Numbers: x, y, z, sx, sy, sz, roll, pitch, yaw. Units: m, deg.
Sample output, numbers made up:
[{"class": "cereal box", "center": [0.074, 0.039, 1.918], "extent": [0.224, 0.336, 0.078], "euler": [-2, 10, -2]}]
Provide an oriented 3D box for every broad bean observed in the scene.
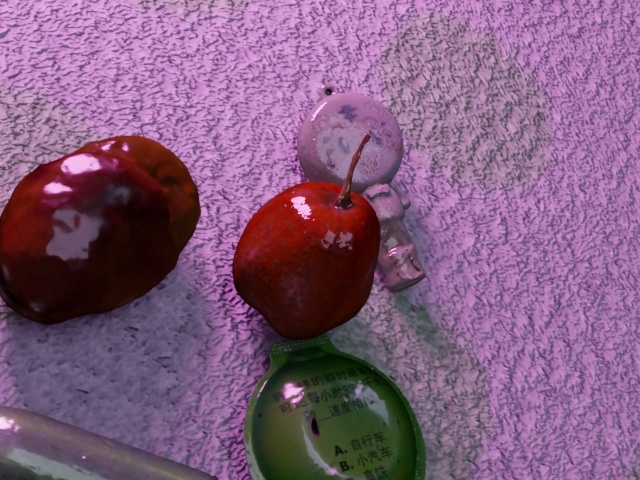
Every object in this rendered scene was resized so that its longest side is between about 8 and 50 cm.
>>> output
[{"class": "broad bean", "center": [-0.212, -0.014, 0.938], "extent": [0.228, 0.122, 0.156], "euler": [-35, 83, -30]}]

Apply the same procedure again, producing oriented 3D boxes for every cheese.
[{"class": "cheese", "center": [0.031, 0.242, 0.955], "extent": [0.204, 0.083, 0.320], "euler": [-9, 69, -31]}]

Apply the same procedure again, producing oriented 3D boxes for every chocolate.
[{"class": "chocolate", "center": [-0.239, 0.202, 0.839], "extent": [0.291, 0.110, 0.110], "euler": [25, 58, -10]}]

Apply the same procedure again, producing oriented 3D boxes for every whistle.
[{"class": "whistle", "center": [0.053, -0.065, 1.126], "extent": [0.126, 0.067, 0.258], "euler": [-20, 80, -18]}]

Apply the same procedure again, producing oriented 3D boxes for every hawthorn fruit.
[{"class": "hawthorn fruit", "center": [0.000, 0.000, 0.979], "extent": [0.163, 0.203, 0.162], "euler": [15, 46, -16]}]
